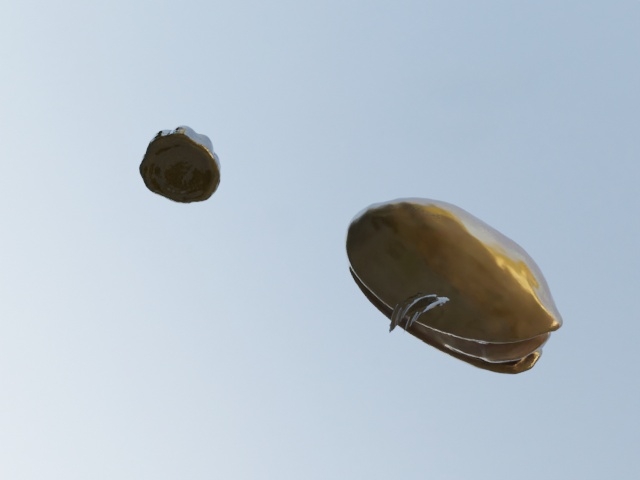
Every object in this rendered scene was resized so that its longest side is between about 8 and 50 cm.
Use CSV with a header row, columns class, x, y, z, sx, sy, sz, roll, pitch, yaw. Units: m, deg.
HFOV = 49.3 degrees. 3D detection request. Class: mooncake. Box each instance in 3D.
class,x,y,z,sx,sy,sz,roll,pitch,yaw
mooncake,0.002,0.011,0.590,0.150,0.347,0.057,-22,-132,13

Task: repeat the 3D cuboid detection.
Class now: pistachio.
class,x,y,z,sx,sy,sz,roll,pitch,yaw
pistachio,0.160,0.048,0.880,0.293,0.162,0.181,38,-124,19
